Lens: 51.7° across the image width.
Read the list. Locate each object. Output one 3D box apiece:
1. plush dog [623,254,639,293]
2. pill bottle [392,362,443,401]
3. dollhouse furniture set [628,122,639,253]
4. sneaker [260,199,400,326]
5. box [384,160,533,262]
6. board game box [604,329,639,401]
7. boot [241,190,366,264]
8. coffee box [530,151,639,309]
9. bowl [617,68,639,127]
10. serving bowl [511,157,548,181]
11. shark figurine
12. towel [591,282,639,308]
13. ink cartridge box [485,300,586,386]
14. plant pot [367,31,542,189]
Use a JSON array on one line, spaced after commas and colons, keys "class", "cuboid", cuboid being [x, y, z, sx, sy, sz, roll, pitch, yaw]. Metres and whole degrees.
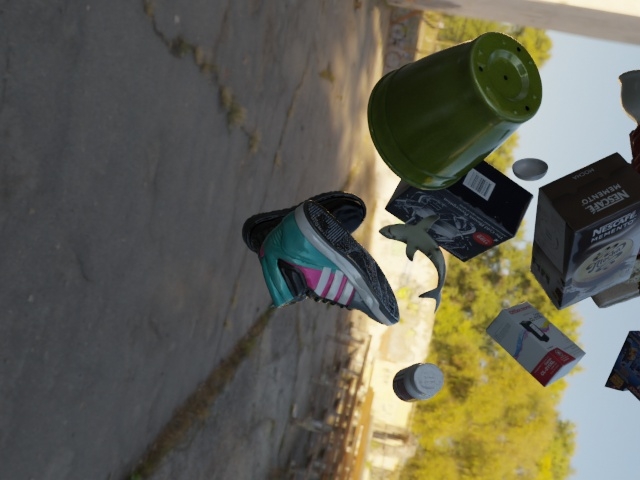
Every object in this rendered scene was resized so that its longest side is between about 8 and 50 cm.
[{"class": "plush dog", "cuboid": [0.783, 0.040, 1.708, 0.225, 0.262, 0.210, 9, 75, -44]}, {"class": "pill bottle", "cuboid": [0.321, 0.467, 2.176, 0.221, 0.121, 0.121, 122, -15, -70]}, {"class": "dollhouse furniture set", "cuboid": [0.719, -0.109, 1.418, 0.374, 0.201, 0.152, 107, -3, -58]}, {"class": "sneaker", "cuboid": [-0.002, 0.078, 1.171, 0.295, 0.178, 0.123, 47, 27, -26]}, {"class": "box", "cuboid": [0.438, -0.122, 2.132, 0.179, 0.343, 0.312, -59, -174, -23]}, {"class": "board game box", "cuboid": [0.962, 0.407, 1.992, 0.194, 0.060, 0.194, 54, -51, 43]}, {"class": "boot", "cuboid": [0.000, 0.004, 1.598, 0.260, 0.348, 0.131, -138, -146, -56]}, {"class": "coffee box", "cuboid": [0.514, -0.008, 1.274, 0.297, 0.168, 0.119, 68, -3, -54]}, {"class": "bowl", "cuboid": [0.925, -0.345, 1.742, 0.298, 0.298, 0.134, -12, 117, -82]}, {"class": "serving bowl", "cuboid": [0.500, -0.165, 1.576, 0.083, 0.083, 0.027, -69, 155, -49]}, {"class": "shark figurine", "cuboid": [0.302, 0.049, 1.846, 0.278, 0.166, 0.116, 61, 3, 24]}, {"class": "towel", "cuboid": [1.006, 0.118, 2.236, 0.049, 0.282, 0.187, 87, -18, -47]}, {"class": "ink cartridge box", "cuboid": [0.472, 0.224, 1.454, 0.127, 0.175, 0.072, -8, 135, -47]}, {"class": "plant pot", "cuboid": [0.369, -0.359, 1.728, 0.353, 0.367, 0.366, -26, -137, 58]}]
